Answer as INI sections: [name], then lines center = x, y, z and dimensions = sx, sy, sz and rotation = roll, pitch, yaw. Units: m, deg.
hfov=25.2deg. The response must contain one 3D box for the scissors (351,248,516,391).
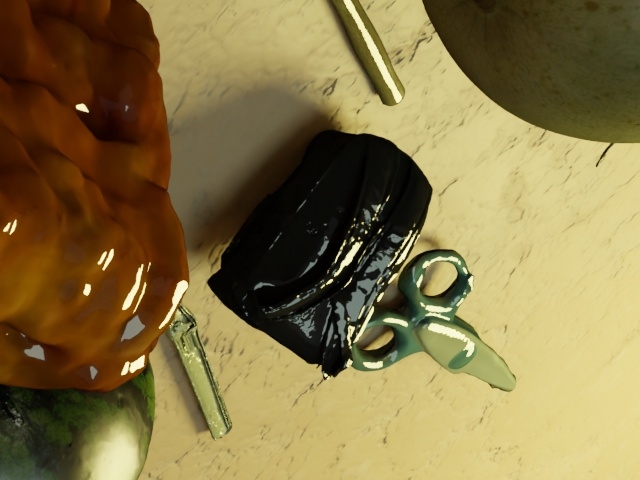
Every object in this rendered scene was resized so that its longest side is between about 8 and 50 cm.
[scissors]
center = 0.118, 0.093, 1.310
dimensions = 0.138, 0.041, 0.289
rotation = -45, 144, 7

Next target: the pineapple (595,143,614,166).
[pineapple]
center = 0.291, -0.174, 1.075
dimensions = 0.334, 0.158, 0.161
rotation = -10, 135, -39

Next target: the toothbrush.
[toothbrush]
center = -0.098, 0.082, 1.085
dimensions = 0.026, 0.028, 0.294
rotation = -32, 151, -14

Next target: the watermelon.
[watermelon]
center = -0.172, 0.103, 0.955
dimensions = 0.145, 0.137, 0.193
rotation = -31, 104, -16

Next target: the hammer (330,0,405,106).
[hammer]
center = 0.020, -0.144, 0.955
dimensions = 0.062, 0.013, 0.199
rotation = -40, 147, -3

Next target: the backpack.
[backpack]
center = 0.003, 0.000, 1.023
dimensions = 0.120, 0.106, 0.165
rotation = 42, 78, -36

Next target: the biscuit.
[biscuit]
center = -0.174, -0.106, 0.532
dimensions = 0.110, 0.312, 0.318
rotation = -25, 151, 28

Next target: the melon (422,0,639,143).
[melon]
center = 0.209, -0.200, 0.858
dimensions = 0.330, 0.268, 0.268
rotation = -28, 145, -30
